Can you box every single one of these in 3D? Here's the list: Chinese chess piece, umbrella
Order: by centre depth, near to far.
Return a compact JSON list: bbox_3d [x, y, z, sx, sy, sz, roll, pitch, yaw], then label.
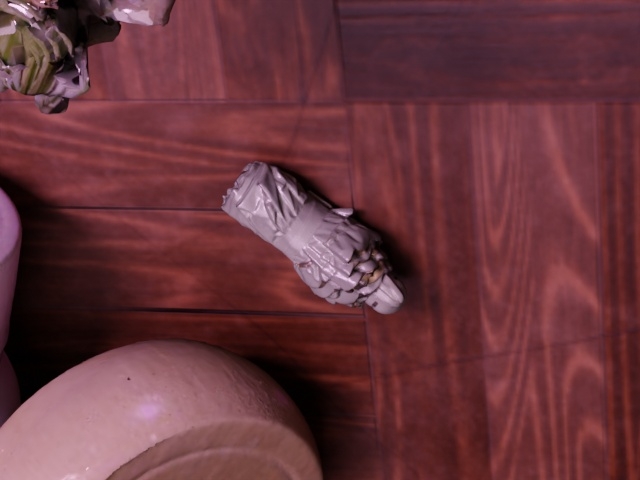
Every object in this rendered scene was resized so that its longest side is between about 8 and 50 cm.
[{"bbox_3d":[0.000,0.000,1.174,0.143,0.067,0.062,39,91,0],"label":"umbrella"},{"bbox_3d":[-0.122,0.195,1.205,0.102,0.273,0.273,43,131,40],"label":"Chinese chess piece"}]

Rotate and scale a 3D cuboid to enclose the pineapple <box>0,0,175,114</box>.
[{"bbox_3d":[-0.115,-0.204,0.930,0.263,0.271,0.262,15,152,8],"label":"pineapple"}]

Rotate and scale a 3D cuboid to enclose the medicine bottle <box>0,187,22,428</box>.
[{"bbox_3d":[-0.338,0.111,1.214,0.256,0.256,0.324,20,117,5],"label":"medicine bottle"}]
